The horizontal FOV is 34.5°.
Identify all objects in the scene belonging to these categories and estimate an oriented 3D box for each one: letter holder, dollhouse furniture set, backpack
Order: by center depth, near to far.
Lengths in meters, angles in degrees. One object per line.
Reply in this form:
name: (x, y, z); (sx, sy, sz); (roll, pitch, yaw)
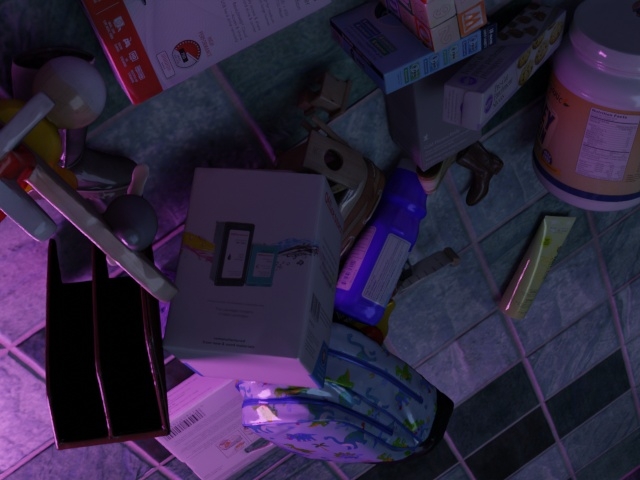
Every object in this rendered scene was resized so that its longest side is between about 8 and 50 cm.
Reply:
letter holder: (-0.298, 0.093, 1.404); (0.152, 0.302, 0.214); (-6, 134, -8)
dollhouse furniture set: (-0.012, -0.143, 1.566); (0.101, 0.161, 0.182); (23, 158, -26)
backpack: (0.014, 0.257, 1.749); (0.355, 0.290, 0.273); (57, 45, -38)

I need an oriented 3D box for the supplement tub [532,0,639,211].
supplement tub: (0.494, -0.232, 1.748); (0.228, 0.228, 0.316); (-18, 137, -21)

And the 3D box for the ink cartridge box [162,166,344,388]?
ink cartridge box: (-0.087, 0.056, 1.496); (0.197, 0.270, 0.198); (4, 161, 12)

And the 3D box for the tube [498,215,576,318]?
tube: (0.442, 0.051, 2.121); (0.240, 0.062, 0.070); (-67, 172, 25)

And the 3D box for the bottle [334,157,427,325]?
bottle: (0.108, 0.001, 1.729); (0.092, 0.118, 0.283); (26, 83, -10)

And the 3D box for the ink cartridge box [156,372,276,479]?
ink cartridge box: (-0.148, 0.313, 1.934); (0.296, 0.066, 0.261); (-33, 140, -4)

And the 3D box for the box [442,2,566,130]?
box: (0.283, -0.270, 1.564); (0.324, 0.063, 0.067); (-44, 143, -43)

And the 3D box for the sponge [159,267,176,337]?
sponge: (-0.214, 0.118, 1.725); (0.210, 0.031, 0.117); (18, 116, -46)

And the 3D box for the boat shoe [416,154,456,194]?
boat shoe: (0.200, -0.145, 1.709); (0.048, 0.056, 0.153); (71, 34, -48)

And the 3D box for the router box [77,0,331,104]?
router box: (-0.165, -0.371, 1.246); (0.301, 0.082, 0.335); (-30, 140, -8)

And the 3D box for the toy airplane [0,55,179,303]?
toy airplane: (-0.343, -0.114, 1.153); (0.272, 0.384, 0.386); (-50, 149, -23)

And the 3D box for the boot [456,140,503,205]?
boot: (0.268, -0.122, 1.838); (0.114, 0.037, 0.106); (25, 98, -50)

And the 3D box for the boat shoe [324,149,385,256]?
boat shoe: (0.000, 0.000, 1.700); (0.116, 0.123, 0.324); (15, 120, -46)

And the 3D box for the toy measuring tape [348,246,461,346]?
toy measuring tape: (0.119, 0.131, 1.918); (0.330, 0.121, 0.121); (-30, 140, -8)

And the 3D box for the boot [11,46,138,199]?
boot: (-0.316, -0.155, 1.366); (0.190, 0.076, 0.208); (-10, 127, -32)

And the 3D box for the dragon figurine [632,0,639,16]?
dragon figurine: (0.485, -0.395, 1.340); (0.144, 0.085, 0.289); (0, 132, -43)

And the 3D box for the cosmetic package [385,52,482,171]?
cosmetic package: (0.173, -0.241, 1.603); (0.127, 0.107, 0.238); (-30, 143, -12)

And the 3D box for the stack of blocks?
stack of blocks: (0.117, -0.414, 1.342); (0.087, 0.171, 0.297); (-31, 140, -8)

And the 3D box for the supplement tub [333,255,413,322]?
supplement tub: (0.064, 0.078, 1.831); (0.198, 0.106, 0.106); (-28, 140, -11)

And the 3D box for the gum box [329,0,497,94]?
gum box: (0.132, -0.299, 1.474); (0.184, 0.157, 0.041); (-27, 140, -12)
